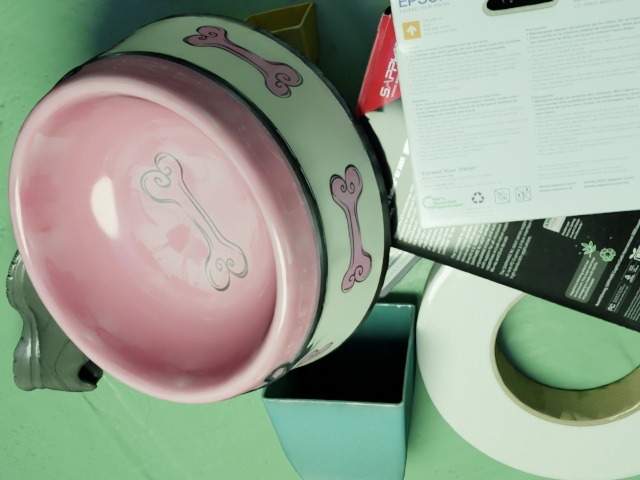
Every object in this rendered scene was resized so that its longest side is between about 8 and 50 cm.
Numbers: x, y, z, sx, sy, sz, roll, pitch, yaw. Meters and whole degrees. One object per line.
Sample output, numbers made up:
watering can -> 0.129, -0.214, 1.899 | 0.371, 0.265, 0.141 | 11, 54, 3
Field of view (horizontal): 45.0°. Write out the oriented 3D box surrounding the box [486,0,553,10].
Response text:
box -> 0.257, -0.209, 0.794 | 0.257, 0.079, 0.322 | -16, 110, 18

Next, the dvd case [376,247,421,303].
dvd case -> 0.000, 0.000, 0.981 | 0.221, 0.018, 0.164 | 38, 116, -6

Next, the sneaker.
sneaker -> -0.354, 0.096, 1.071 | 0.130, 0.109, 0.286 | 10, 125, 1

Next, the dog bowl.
dog bowl -> -0.143, -0.015, 0.791 | 0.407, 0.150, 0.408 | 11, 116, 24

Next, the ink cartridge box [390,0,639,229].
ink cartridge box -> 0.183, -0.128, 0.679 | 0.223, 0.045, 0.224 | -5, 110, 14

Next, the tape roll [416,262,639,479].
tape roll -> 0.311, 0.120, 0.936 | 0.391, 0.072, 0.392 | 5, 114, 11

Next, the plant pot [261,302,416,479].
plant pot -> 0.042, 0.222, 0.991 | 0.165, 0.166, 0.234 | 0, 127, 13

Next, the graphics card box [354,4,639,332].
graphics card box -> 0.211, -0.070, 0.775 | 0.370, 0.094, 0.233 | 19, 117, 6

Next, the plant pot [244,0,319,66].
plant pot -> -0.042, -0.208, 0.865 | 0.081, 0.082, 0.083 | -7, 124, 16
